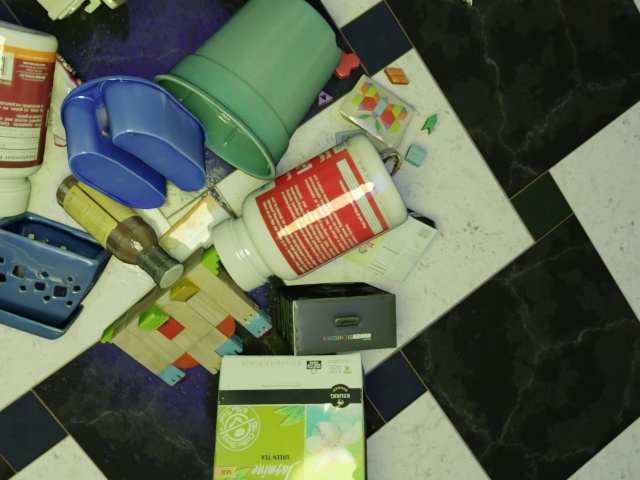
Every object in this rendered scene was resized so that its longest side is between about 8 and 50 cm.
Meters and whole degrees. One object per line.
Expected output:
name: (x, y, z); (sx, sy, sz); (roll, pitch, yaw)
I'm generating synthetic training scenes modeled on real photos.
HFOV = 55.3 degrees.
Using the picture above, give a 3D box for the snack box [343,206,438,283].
snack box: (0.115, -0.033, 1.572); (0.322, 0.060, 0.187); (26, 116, -13)

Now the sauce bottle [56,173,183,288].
sauce bottle: (-0.455, -0.021, 1.390); (0.344, 0.111, 0.111); (40, 84, 17)

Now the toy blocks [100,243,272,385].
toy blocks: (-0.299, 0.206, 1.473); (0.381, 0.190, 0.261); (-40, 115, 9)

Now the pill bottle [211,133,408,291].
pill bottle: (-0.027, -0.052, 1.385); (0.408, 0.229, 0.229); (-28, 99, 5)

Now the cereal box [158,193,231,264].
cereal box: (-0.261, 0.026, 1.536); (0.173, 0.047, 0.240); (-45, 101, -5)

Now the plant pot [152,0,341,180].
plant pot: (-0.146, -0.375, 1.415); (0.341, 0.341, 0.334); (39, 76, -12)

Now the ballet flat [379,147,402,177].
ballet flat: (0.126, -0.148, 1.597); (0.091, 0.077, 0.241); (39, 85, -14)

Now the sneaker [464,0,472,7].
sneaker: (0.381, -0.666, 1.651); (0.035, 0.031, 0.083); (-27, 94, 4)

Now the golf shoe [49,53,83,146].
golf shoe: (-0.586, -0.299, 1.417); (0.140, 0.115, 0.306); (-33, 98, -5)

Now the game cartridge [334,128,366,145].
game cartridge: (0.082, -0.263, 1.613); (0.083, 0.017, 0.055); (-9, 92, -12)

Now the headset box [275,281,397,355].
headset box: (0.032, 0.185, 1.491); (0.247, 0.283, 0.131); (-2, 93, -12)

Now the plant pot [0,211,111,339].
plant pot: (-0.624, 0.081, 1.372); (0.236, 0.236, 0.212); (21, 95, -13)

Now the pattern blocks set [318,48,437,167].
pattern blocks set: (0.148, -0.335, 1.575); (0.325, 0.026, 0.285); (20, 71, -11)

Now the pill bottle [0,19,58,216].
pill bottle: (-0.701, -0.263, 1.302); (0.224, 0.224, 0.392); (12, 107, -13)

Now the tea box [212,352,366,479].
tea box: (-0.058, 0.444, 1.422); (0.329, 0.220, 0.323); (-3, 67, 5)

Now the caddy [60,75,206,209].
caddy: (-0.393, -0.216, 1.320); (0.241, 0.341, 0.179); (-22, 63, 15)

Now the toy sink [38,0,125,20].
toy sink: (-0.574, -0.580, 1.357); (0.131, 0.152, 0.234); (-39, 115, 11)
